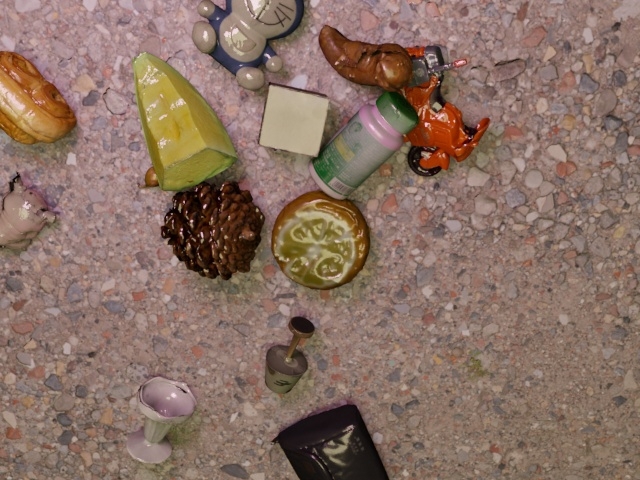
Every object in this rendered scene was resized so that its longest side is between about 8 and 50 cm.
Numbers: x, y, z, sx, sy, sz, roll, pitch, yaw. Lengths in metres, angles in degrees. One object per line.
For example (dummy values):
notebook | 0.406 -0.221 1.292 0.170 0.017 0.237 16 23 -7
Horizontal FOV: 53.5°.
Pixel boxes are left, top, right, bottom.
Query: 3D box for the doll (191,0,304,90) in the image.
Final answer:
doll | -0.152 -0.499 1.436 0.228 0.154 0.258 36 105 -19

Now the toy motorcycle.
toy motorcycle | 0.281 -0.312 1.517 0.221 0.148 0.326 -10 115 25

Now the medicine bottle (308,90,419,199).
medicine bottle | 0.103 -0.227 1.500 0.133 0.133 0.274 41 121 -13

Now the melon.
melon | -0.344 -0.292 1.501 0.196 0.124 0.324 -24 76 -2

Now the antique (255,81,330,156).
antique | -0.067 -0.290 1.506 0.151 0.148 0.147 12 108 -6

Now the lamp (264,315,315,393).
lamp | -0.084 0.309 1.704 0.121 0.121 0.215 19 119 -7

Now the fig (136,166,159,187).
fig | -0.428 -0.153 1.597 0.083 0.050 0.050 -27 107 25

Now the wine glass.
wine glass | -0.445 0.497 1.748 0.164 0.165 0.197 22 114 -8

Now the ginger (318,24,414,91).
ginger | 0.109 -0.403 1.434 0.133 0.309 0.107 8 108 -37

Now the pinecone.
pinecone | -0.264 -0.036 1.543 0.257 0.243 0.244 30 105 12

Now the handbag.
handbag | 0.032 0.645 1.786 0.274 0.178 0.302 -22 107 5

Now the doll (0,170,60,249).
doll | -0.760 -0.060 1.590 0.192 0.095 0.149 -42 102 13

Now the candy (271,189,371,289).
candy | 0.000 0.000 1.617 0.259 0.118 0.260 0 106 1

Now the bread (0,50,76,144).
bread | -0.682 -0.322 1.454 0.120 0.198 0.236 -38 105 15
